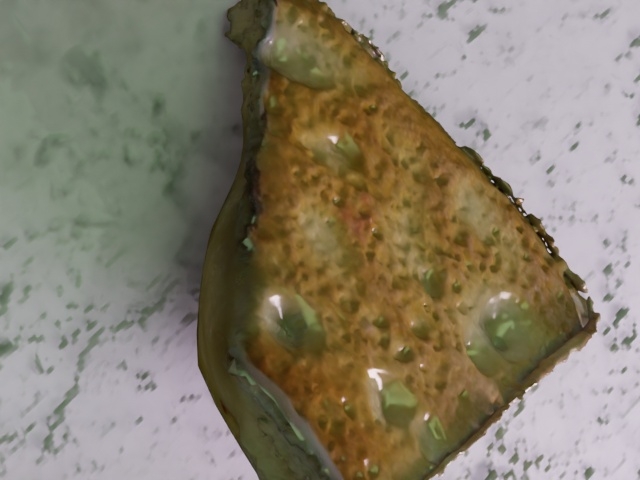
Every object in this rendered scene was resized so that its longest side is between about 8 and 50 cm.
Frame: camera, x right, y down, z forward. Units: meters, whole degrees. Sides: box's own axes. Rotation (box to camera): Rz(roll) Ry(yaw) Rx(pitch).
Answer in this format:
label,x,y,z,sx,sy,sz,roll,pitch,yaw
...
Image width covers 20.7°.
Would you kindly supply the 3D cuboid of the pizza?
label,x,y,z,sx,sy,sz,roll,pitch,yaw
pizza,-0.001,0.008,0.680,0.204,0.080,0.188,53,46,-7
